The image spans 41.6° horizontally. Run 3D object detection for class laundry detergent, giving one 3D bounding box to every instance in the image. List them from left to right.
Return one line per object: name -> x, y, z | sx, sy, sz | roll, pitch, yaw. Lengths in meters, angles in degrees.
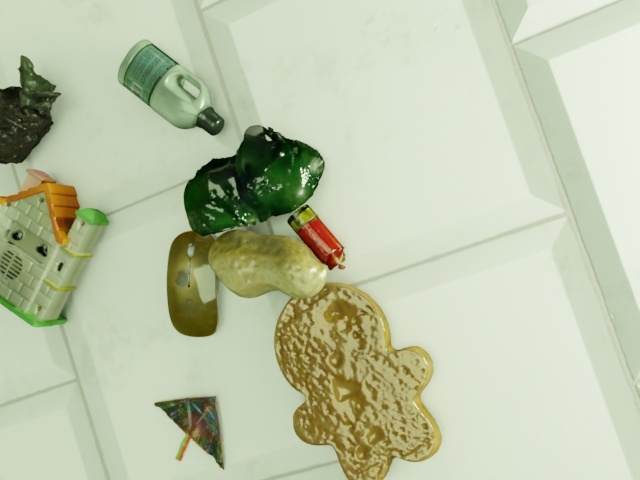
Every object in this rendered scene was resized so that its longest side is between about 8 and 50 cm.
laundry detergent -> -0.266, -0.269, 1.541 | 0.226, 0.070, 0.099 | 38, 98, 16

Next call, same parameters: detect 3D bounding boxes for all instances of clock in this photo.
clock -> -0.554, 0.006, 1.650 | 0.220, 0.106, 0.255 | 32, 98, 16

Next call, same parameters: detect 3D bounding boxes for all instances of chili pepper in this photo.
chili pepper -> -0.126, -0.105, 1.463 | 0.265, 0.116, 0.148 | -14, 52, 15

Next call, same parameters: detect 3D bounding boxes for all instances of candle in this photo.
candle -> 0.000, 0.000, 1.461 | 0.052, 0.052, 0.130 | -44, 79, 17

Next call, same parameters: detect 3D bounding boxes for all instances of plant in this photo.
plant -> -0.590, -0.249, 1.633 | 0.142, 0.131, 0.203 | 37, 103, 19

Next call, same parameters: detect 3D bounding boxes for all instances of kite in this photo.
kite -> -0.236, 0.353, 1.587 | 0.190, 0.010, 0.159 | 40, 107, 16

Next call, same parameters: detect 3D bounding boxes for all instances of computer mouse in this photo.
computer mouse -> -0.232, 0.081, 1.556 | 0.102, 0.045, 0.198 | 1, 93, 18

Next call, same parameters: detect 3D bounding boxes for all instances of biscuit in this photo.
biscuit -> 0.055, 0.240, 1.450 | 0.275, 0.052, 0.354 | -36, 78, 16

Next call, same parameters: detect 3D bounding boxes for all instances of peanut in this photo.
peanut -> -0.091, 0.047, 1.451 | 0.237, 0.120, 0.110 | 13, 125, 32
